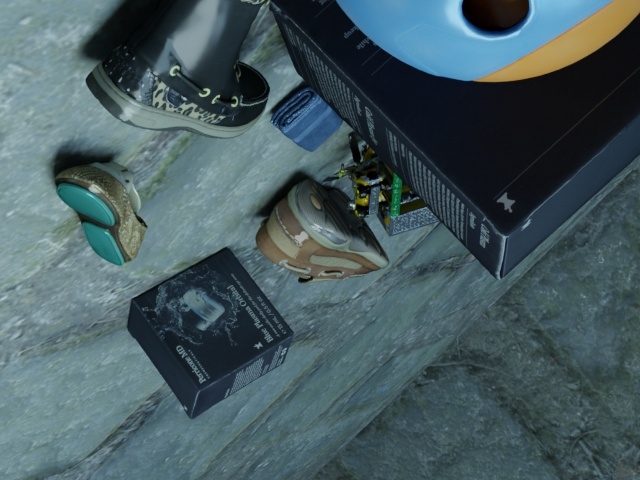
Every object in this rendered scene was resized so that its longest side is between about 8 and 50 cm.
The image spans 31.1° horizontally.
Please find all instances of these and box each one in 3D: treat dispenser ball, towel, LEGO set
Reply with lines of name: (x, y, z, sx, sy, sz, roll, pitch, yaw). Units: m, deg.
treat dispenser ball: (0.132, -0.265, 0.876, 0.288, 0.288, 0.288, -35, 163, -13)
towel: (-0.014, -0.142, 1.333, 0.067, 0.029, 0.119, -41, 162, 6)
LEGO set: (0.160, -0.160, 1.479, 0.331, 0.192, 0.255, -22, 141, -10)

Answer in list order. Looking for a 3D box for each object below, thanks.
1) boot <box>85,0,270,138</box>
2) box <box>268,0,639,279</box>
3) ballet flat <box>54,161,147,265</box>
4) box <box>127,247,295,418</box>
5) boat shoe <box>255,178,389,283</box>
boot: (-0.079, -0.181, 1.010, 0.179, 0.085, 0.236, -50, 162, 23)
box: (0.187, -0.198, 1.094, 0.343, 0.312, 0.179, -41, 164, -4)
ballet flat: (-0.214, -0.041, 1.146, 0.206, 0.073, 0.067, 97, 19, -70)
box: (-0.145, 0.121, 1.515, 0.158, 0.156, 0.093, -30, 160, -27)
boat shoe: (0.000, 0.000, 1.604, 0.116, 0.123, 0.324, -35, 158, 12)
